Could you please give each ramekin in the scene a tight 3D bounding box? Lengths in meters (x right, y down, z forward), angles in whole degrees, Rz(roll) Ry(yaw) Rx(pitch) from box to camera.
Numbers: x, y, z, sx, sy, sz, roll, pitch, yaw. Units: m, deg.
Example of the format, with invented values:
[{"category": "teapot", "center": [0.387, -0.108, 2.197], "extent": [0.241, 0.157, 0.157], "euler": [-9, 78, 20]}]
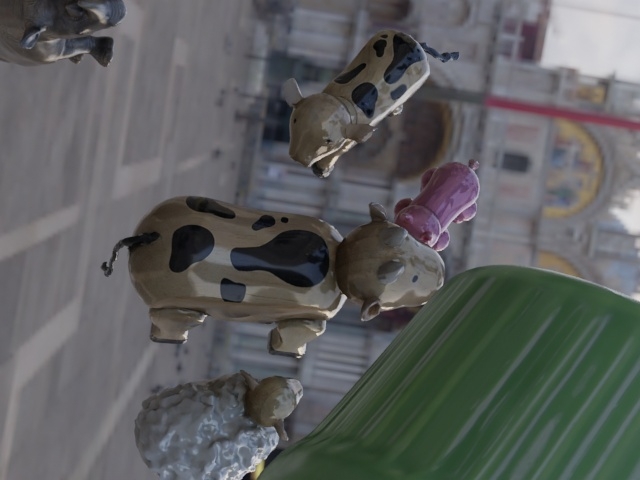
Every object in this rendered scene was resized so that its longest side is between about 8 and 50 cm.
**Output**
[{"category": "ramekin", "center": [0.133, 0.147, 0.656], "extent": [0.148, 0.303, 0.303], "euler": [-53, 174, -16]}]

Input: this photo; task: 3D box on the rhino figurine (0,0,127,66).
[{"category": "rhino figurine", "center": [-0.210, -0.170, 1.075], "extent": [0.243, 0.106, 0.073], "euler": [-166, -100, -67]}]

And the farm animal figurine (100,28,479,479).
[{"category": "farm animal figurine", "center": [0.000, 0.000, 1.054], "extent": [0.172, 0.327, 0.330], "euler": [120, -41, -68]}]
